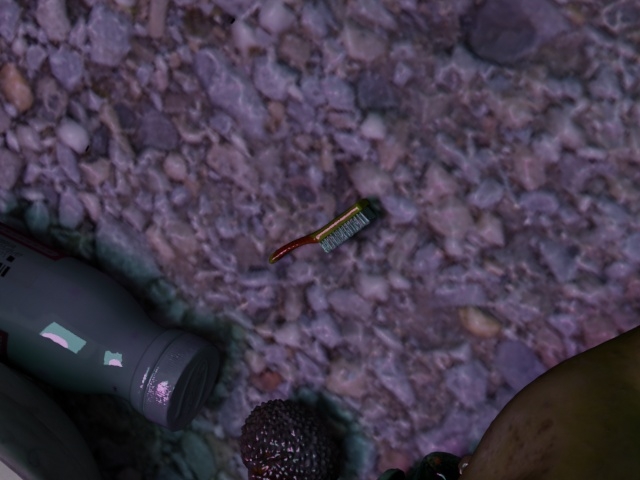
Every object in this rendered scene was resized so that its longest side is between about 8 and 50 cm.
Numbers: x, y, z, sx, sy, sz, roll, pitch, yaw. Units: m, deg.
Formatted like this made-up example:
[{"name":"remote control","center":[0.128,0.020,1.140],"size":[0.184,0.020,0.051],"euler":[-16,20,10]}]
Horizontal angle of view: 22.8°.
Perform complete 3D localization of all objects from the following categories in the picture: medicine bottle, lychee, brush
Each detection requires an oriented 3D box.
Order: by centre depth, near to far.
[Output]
[{"name":"brush","center":[0.000,0.000,1.066],"size":[0.083,0.019,0.021],"euler":[-30,95,25]},{"name":"lychee","center":[-0.021,0.147,1.073],"size":[0.067,0.068,0.083],"euler":[123,133,-64]},{"name":"medicine bottle","center":[-0.179,0.060,1.121],"size":[0.216,0.090,0.090],"euler":[25,108,19]}]

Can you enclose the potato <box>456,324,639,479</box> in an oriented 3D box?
[{"name":"potato","center":[0.172,0.177,0.884],"size":[0.218,0.202,0.351],"euler":[43,74,-19]}]

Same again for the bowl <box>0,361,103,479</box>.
[{"name":"bowl","center":[-0.282,0.193,1.119],"size":[0.307,0.163,0.307],"euler":[4,118,7]}]

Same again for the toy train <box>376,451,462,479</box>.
[{"name":"toy train","center":[0.025,0.259,1.019],"size":[0.105,0.157,0.253],"euler":[30,110,18]}]
